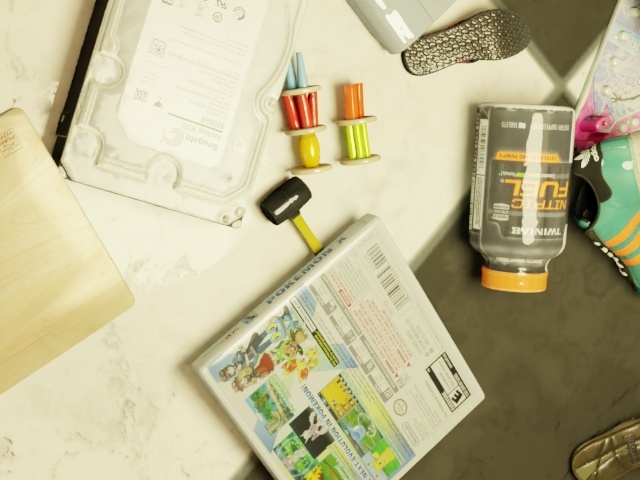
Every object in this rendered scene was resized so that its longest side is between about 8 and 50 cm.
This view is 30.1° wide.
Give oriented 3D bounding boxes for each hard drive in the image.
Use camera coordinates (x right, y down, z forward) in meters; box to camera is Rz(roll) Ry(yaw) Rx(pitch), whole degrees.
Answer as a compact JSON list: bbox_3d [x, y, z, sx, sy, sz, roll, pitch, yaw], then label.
[{"bbox_3d":[-0.156,-0.205,1.382,0.237,0.064,0.339,18,90,-27],"label":"hard drive"}]

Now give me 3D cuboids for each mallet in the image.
[{"bbox_3d":[0.000,0.000,1.506,0.062,0.039,0.190,-47,118,-12],"label":"mallet"}]

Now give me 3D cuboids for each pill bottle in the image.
[{"bbox_3d":[0.263,-0.056,1.571,0.130,0.130,0.246,-1,98,-26],"label":"pill bottle"}]

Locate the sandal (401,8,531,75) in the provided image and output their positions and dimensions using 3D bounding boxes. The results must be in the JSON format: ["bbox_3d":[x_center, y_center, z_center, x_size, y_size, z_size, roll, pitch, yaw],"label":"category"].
[{"bbox_3d":[0.188,-0.260,1.562,0.179,0.040,0.067,-15,99,-9],"label":"sandal"}]

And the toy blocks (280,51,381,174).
[{"bbox_3d":[0.011,-0.163,1.474,0.123,0.054,0.148,-13,102,-24],"label":"toy blocks"}]

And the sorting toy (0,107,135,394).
[{"bbox_3d":[-0.379,0.027,1.289,0.257,0.089,0.255,-34,111,-19],"label":"sorting toy"}]

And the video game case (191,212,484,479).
[{"bbox_3d":[0.035,0.181,1.530,0.300,0.036,0.329,-40,118,-16],"label":"video game case"}]

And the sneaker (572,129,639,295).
[{"bbox_3d":[0.418,-0.028,1.661,0.121,0.108,0.302,-11,132,14],"label":"sneaker"}]

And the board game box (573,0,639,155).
[{"bbox_3d":[0.571,-0.224,1.744,0.390,0.050,0.390,24,87,-27],"label":"board game box"}]

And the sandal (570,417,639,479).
[{"bbox_3d":[0.469,0.304,1.769,0.219,0.060,0.090,-18,99,-8],"label":"sandal"}]

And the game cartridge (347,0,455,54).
[{"bbox_3d":[0.135,-0.405,1.503,0.297,0.062,0.198,-46,118,-13],"label":"game cartridge"}]
